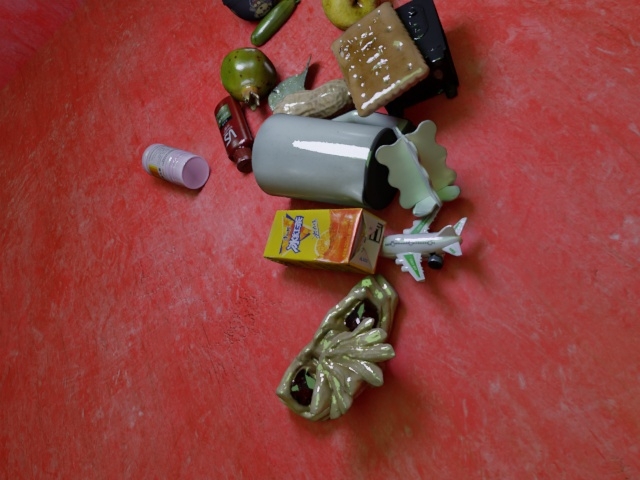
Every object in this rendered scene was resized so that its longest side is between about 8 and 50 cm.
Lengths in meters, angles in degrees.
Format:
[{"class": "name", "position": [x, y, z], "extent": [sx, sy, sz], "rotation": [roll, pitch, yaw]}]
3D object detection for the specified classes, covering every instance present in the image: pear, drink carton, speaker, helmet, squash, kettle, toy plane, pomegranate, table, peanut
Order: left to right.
[{"class": "pomegranate", "position": [-0.251, -0.573, 1.662], "extent": [0.198, 0.198, 0.246], "rotation": [-35, 31, 14]}, {"class": "helmet", "position": [-0.253, -0.953, 1.846], "extent": [0.230, 0.160, 0.278], "rotation": [-41, 29, 8]}, {"class": "squash", "position": [-0.176, -0.848, 1.817], "extent": [0.252, 0.066, 0.066], "rotation": [-45, 56, 8]}, {"class": "peanut", "position": [-0.011, -0.442, 1.530], "extent": [0.299, 0.120, 0.136], "rotation": [-12, 46, 22]}, {"class": "drink carton", "position": [0.000, 0.000, 1.300], "extent": [0.352, 0.111, 0.154], "rotation": [3, 73, 47]}, {"class": "kettle", "position": [0.053, -0.259, 1.377], "extent": [0.377, 0.250, 0.361], "rotation": [14, 50, 31]}, {"class": "pear", "position": [0.100, -0.797, 1.565], "extent": [0.198, 0.197, 0.197], "rotation": [-11, 66, 26]}, {"class": "speaker", "position": [0.252, -0.525, 1.370], "extent": [0.232, 0.184, 0.253], "rotation": [-18, 62, 24]}, {"class": "table", "position": [0.246, -0.188, 1.197], "extent": [0.167, 0.198, 0.166], "rotation": [-24, 32, 16]}, {"class": "toy plane", "position": [0.247, 0.016, 1.198], "extent": [0.255, 0.101, 0.251], "rotation": [-12, 43, 38]}]

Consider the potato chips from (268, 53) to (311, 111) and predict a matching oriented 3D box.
[{"class": "potato chips", "position": [-0.090, -0.538, 1.647], "extent": [0.228, 0.059, 0.167], "rotation": [-38, 49, 22]}]

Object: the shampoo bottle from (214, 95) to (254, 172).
[{"class": "shampoo bottle", "position": [-0.304, -0.380, 1.698], "extent": [0.118, 0.076, 0.314], "rotation": [-36, 57, 24]}]

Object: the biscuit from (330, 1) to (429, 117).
[{"class": "biscuit", "position": [0.149, -0.500, 1.289], "extent": [0.217, 0.044, 0.324], "rotation": [-30, 56, 23]}]

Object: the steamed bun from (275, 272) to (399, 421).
[{"class": "steamed bun", "position": [0.063, 0.290, 1.162], "extent": [0.247, 0.189, 0.428], "rotation": [40, 93, 28]}]

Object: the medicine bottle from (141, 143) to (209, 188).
[{"class": "medicine bottle", "position": [-0.541, -0.278, 1.766], "extent": [0.250, 0.133, 0.133], "rotation": [19, 82, 33]}]
